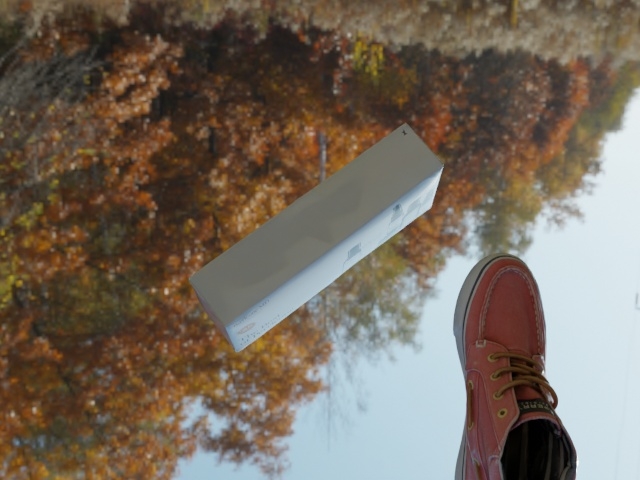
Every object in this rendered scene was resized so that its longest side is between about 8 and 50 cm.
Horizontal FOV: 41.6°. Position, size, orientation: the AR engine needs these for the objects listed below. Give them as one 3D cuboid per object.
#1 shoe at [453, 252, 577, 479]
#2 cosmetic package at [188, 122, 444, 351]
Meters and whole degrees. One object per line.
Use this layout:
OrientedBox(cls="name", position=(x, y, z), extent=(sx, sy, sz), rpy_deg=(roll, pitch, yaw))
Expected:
OrientedBox(cls="shoe", position=(0.123, 0.093, 0.523), extent=(0.063, 0.178, 0.081), rpy_deg=(7, 171, -11))
OrientedBox(cls="cosmetic package", position=(0.000, 0.000, 0.763), extent=(0.239, 0.060, 0.099), rpy_deg=(-36, 162, -12))
